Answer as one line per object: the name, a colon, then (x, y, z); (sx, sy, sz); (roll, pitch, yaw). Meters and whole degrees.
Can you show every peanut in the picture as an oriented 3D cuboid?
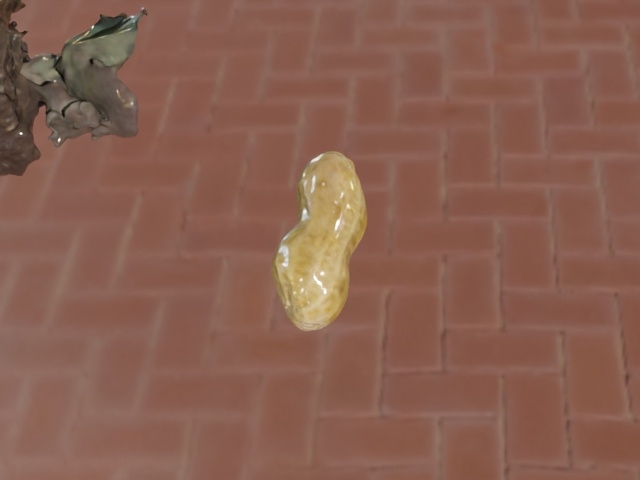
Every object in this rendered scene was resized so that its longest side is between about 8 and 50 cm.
peanut: (-0.002, -0.001, 1.422); (0.089, 0.089, 0.192); (10, 78, 18)

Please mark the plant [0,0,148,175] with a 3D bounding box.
plant: (-0.215, -0.112, 0.875); (0.203, 0.131, 0.142); (-5, 46, -19)
